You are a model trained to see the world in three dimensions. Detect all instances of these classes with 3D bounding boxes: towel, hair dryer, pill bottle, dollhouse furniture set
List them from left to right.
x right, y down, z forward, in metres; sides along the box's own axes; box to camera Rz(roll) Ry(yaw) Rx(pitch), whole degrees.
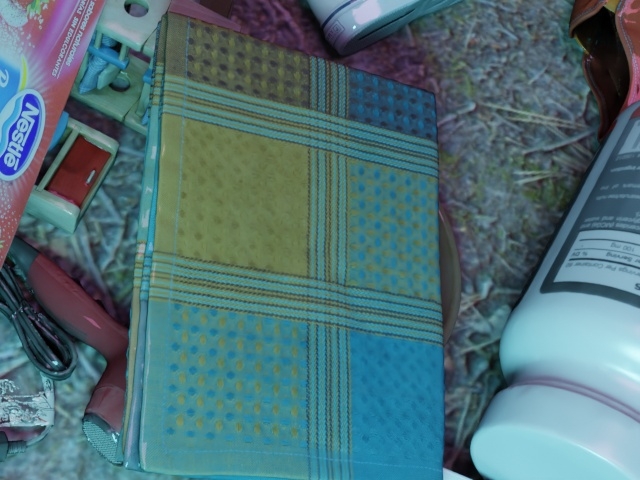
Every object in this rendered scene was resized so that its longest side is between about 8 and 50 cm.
[{"bbox_3d":[-0.174,0.071,1.033,0.293,0.080,0.224,-1,65,-18],"label":"hair dryer"},{"bbox_3d":[-0.168,-0.107,1.088,0.129,0.129,0.184,27,60,-3],"label":"dollhouse furniture set"},{"bbox_3d":[-0.019,0.017,1.012,0.271,0.040,0.370,14,63,-28],"label":"towel"},{"bbox_3d":[0.278,0.064,1.093,0.210,0.210,0.363,33,62,0],"label":"pill bottle"}]

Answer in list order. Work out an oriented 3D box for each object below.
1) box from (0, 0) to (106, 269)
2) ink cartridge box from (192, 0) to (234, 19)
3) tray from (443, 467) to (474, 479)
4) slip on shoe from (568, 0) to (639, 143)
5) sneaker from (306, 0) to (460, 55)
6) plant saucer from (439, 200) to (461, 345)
[{"bbox_3d":[-0.301,-0.102,0.978,0.142,0.154,0.300,37,65,-49],"label":"box"},{"bbox_3d":[-0.180,-0.329,1.212,0.234,0.088,0.193,11,62,-12],"label":"ink cartridge box"},{"bbox_3d":[0.050,0.236,1.009,0.270,0.030,0.145,23,60,-5],"label":"tray"},{"bbox_3d":[0.298,-0.236,1.295,0.101,0.123,0.331,-2,72,-13],"label":"slip on shoe"},{"bbox_3d":[0.098,-0.275,1.262,0.258,0.094,0.091,-29,81,-25],"label":"sneaker"},{"bbox_3d":[0.000,0.000,1.098,0.277,0.041,0.278,19,54,-28],"label":"plant saucer"}]
